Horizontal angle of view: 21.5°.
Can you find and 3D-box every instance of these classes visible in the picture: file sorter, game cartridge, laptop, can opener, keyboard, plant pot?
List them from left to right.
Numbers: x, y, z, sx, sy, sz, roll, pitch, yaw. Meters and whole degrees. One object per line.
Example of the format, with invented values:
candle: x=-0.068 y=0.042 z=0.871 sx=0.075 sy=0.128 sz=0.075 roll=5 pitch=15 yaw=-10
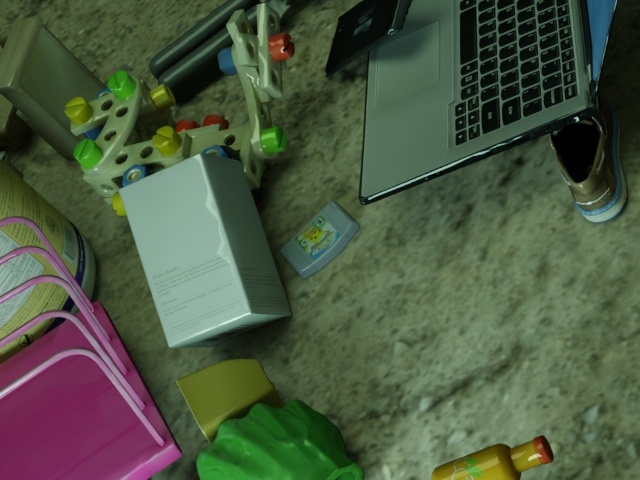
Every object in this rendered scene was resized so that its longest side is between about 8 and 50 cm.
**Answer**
file sorter: x=-0.306 y=0.137 z=1.699 sx=0.202 sy=0.182 sz=0.290 roll=-34 pitch=35 yaw=-4
plant pot: x=-0.082 y=0.166 z=1.696 sx=0.083 sy=0.081 sz=0.081 roll=-32 pitch=44 yaw=-3
can opener: x=-0.095 y=-0.279 z=2.036 sx=0.280 sy=0.093 sz=0.074 roll=-39 pitch=45 yaw=12
game cartridge: x=0.000 y=0.000 z=1.805 sx=0.083 sy=0.017 sz=0.056 roll=-44 pitch=48 yaw=0
keyboard: x=0.059 y=-0.250 z=1.885 sx=0.180 sy=0.023 sz=0.108 roll=-22 pitch=50 yaw=63
laptop: x=0.172 y=-0.300 z=1.701 sx=0.408 sy=0.236 sz=0.382 roll=-22 pitch=35 yaw=21

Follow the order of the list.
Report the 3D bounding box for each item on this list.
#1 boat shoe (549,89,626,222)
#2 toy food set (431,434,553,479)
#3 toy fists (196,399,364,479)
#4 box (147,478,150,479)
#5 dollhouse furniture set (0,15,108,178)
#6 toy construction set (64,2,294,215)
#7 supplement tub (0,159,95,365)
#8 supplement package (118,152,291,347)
boat shoe: x=0.258 y=-0.106 z=1.663 sx=0.066 sy=0.066 sz=0.183 roll=-26 pitch=47 yaw=17
toy food set: x=0.172 y=0.284 z=1.398 sx=0.104 sy=0.111 sz=0.232 roll=-25 pitch=44 yaw=19
toy fists: x=-0.088 y=0.272 z=1.610 sx=0.279 sy=0.096 sz=0.142 roll=-47 pitch=54 yaw=-5
box: x=-0.336 y=0.357 z=1.735 sx=0.257 sy=0.079 sz=0.322 roll=-3 pitch=57 yaw=36
dollhouse furniture set: x=-0.411 y=-0.176 z=2.127 sx=0.242 sy=0.161 sz=0.212 roll=-5 pitch=56 yaw=33
toy construction set: x=-0.150 y=-0.131 z=1.929 sx=0.328 sy=0.151 sz=0.215 roll=-22 pitch=47 yaw=35
supplement tub: x=-0.437 y=-0.001 z=1.891 sx=0.241 sy=0.331 sz=0.241 roll=-19 pitch=49 yaw=24
supplement package: x=-0.120 y=0.012 z=1.767 sx=0.105 sy=0.105 sz=0.179 roll=-22 pitch=78 yaw=21
